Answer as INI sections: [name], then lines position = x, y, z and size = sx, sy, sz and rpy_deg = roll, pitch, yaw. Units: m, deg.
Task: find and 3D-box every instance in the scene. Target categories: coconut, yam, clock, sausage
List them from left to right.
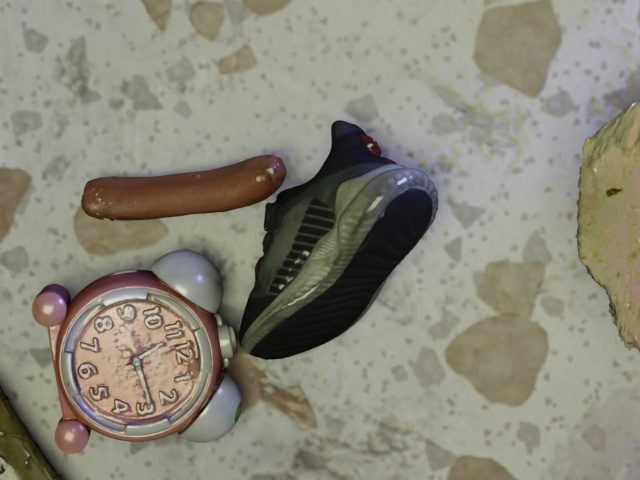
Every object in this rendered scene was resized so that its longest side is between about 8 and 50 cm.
[yam]
position = -0.233, 0.260, 1.419
size = 0.067, 0.071, 0.317
rpy_deg = -33, 92, -26
[clock]
position = -0.151, 0.096, 1.379
size = 0.162, 0.093, 0.166
rpy_deg = -8, 96, 0
[sausage]
position = -0.114, -0.042, 1.362
size = 0.186, 0.043, 0.043
rpy_deg = -6, 97, 20
[coconut]
position = 0.326, -0.013, 1.222
size = 0.233, 0.245, 0.233
rpy_deg = 12, 108, 43

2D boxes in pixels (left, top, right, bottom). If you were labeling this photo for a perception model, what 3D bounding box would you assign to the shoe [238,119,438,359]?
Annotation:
[shoe]
position = 0.000, 0.000, 1.343
size = 0.227, 0.099, 0.112
rpy_deg = -48, 56, 29
